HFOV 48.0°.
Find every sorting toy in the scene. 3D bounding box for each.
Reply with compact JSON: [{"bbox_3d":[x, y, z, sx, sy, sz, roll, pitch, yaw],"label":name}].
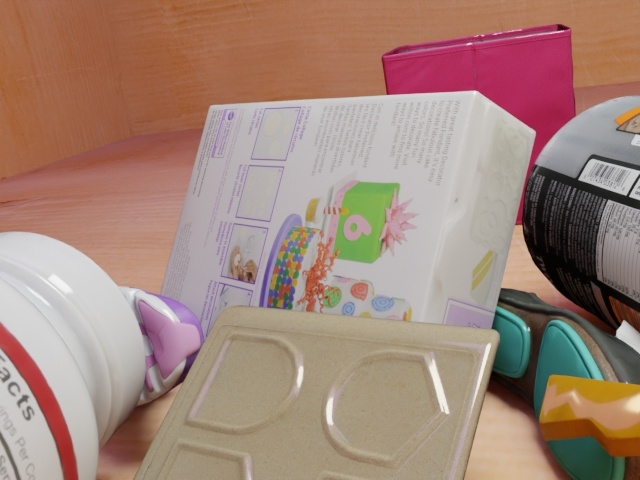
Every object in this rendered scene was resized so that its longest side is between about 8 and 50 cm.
[{"bbox_3d":[0.026,0.139,0.417,0.307,0.041,0.229,2,47,31],"label":"sorting toy"}]

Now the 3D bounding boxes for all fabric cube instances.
[{"bbox_3d":[0.247,-0.177,1.091,0.259,0.258,0.254,-4,18,16],"label":"fabric cube"}]

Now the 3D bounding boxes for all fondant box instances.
[{"bbox_3d":[0.000,0.000,0.640,0.096,0.238,0.330,18,-7,-43],"label":"fondant box"}]

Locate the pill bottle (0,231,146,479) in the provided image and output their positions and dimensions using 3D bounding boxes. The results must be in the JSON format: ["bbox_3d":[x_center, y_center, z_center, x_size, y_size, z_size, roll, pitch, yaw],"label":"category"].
[{"bbox_3d":[-0.260,0.135,0.346,0.229,0.228,0.407,-4,17,17],"label":"pill bottle"}]

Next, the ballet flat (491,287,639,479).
[{"bbox_3d":[0.185,0.088,0.526,0.096,0.095,0.280,1,15,-10],"label":"ballet flat"}]

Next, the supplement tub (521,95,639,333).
[{"bbox_3d":[0.311,0.005,0.530,0.207,0.207,0.338,-11,17,-8],"label":"supplement tub"}]

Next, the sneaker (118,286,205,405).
[{"bbox_3d":[-0.157,0.093,0.618,0.105,0.095,0.236,-4,-13,-41],"label":"sneaker"}]
